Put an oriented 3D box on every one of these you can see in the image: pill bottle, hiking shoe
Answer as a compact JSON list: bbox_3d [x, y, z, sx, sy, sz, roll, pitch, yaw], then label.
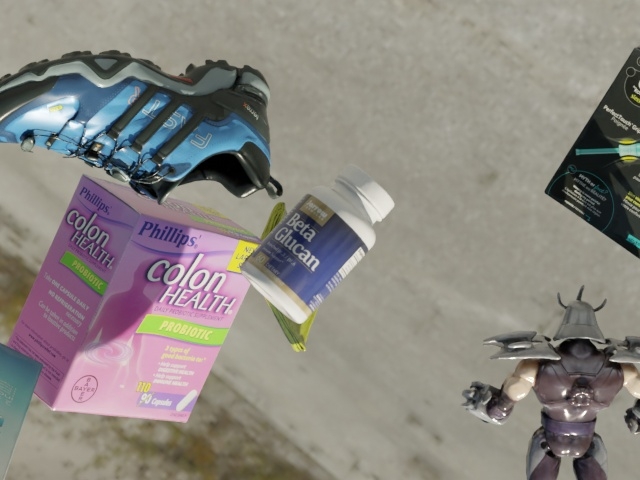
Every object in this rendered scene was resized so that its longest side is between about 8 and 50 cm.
[{"bbox_3d":[0.000,0.000,1.519,0.094,0.169,0.094,41,173,7],"label":"pill bottle"},{"bbox_3d":[-0.178,-0.102,1.327,0.113,0.304,0.132,137,125,-59],"label":"hiking shoe"}]

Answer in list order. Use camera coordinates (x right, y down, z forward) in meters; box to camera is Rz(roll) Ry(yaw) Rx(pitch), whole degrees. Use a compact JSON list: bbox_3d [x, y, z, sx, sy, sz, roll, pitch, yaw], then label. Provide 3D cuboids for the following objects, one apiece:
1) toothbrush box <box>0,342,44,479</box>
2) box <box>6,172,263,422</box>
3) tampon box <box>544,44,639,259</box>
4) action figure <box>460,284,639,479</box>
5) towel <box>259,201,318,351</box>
[{"bbox_3d":[-0.262,0.169,0.742,0.126,0.216,0.295,28,-174,-9],"label":"toothbrush box"},{"bbox_3d":[-0.211,0.072,1.600,0.117,0.243,0.213,31,-170,39],"label":"box"},{"bbox_3d":[0.304,-0.084,1.250,0.120,0.161,0.101,37,-150,15],"label":"tampon box"},{"bbox_3d":[0.213,0.178,1.213,0.185,0.285,0.099,4,-170,8],"label":"action figure"},{"bbox_3d":[-0.039,0.052,1.833,0.021,0.102,0.237,12,153,21],"label":"towel"}]
